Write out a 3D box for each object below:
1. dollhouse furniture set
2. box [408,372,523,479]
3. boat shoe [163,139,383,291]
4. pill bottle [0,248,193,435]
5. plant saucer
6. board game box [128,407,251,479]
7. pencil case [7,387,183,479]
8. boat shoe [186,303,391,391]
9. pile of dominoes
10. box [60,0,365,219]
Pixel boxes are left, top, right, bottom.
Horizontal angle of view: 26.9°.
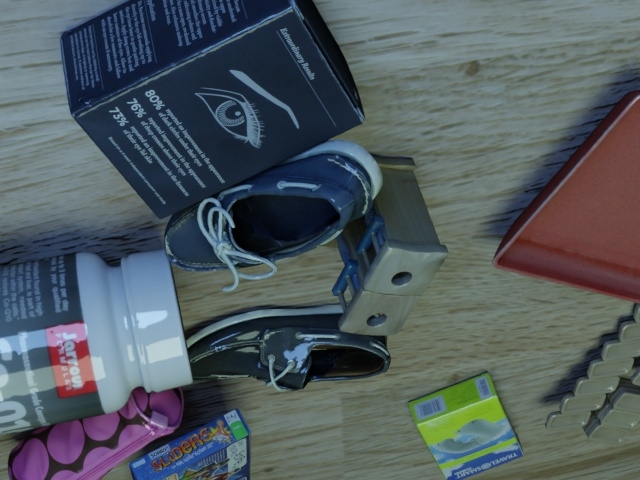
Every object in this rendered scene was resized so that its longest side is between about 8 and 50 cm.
[{"bbox_3d":[0.000,0.000,1.289,0.184,0.129,0.129,5,135,-24],"label":"dollhouse furniture set"},{"bbox_3d":[0.188,0.244,1.690,0.109,0.042,0.178,-22,138,7],"label":"box"},{"bbox_3d":[-0.057,-0.014,1.188,0.254,0.079,0.095,-14,117,38],"label":"boat shoe"},{"bbox_3d":[-0.274,0.100,1.287,0.283,0.161,0.161,-11,139,-6],"label":"pill bottle"},{"bbox_3d":[0.344,-0.046,1.412,0.258,0.047,0.259,13,130,-30],"label":"plant saucer"},{"bbox_3d":[-0.146,0.269,1.545,0.136,0.035,0.201,-25,158,-15],"label":"board game box"},{"bbox_3d":[-0.247,0.223,1.480,0.209,0.098,0.095,-38,117,20],"label":"pencil case"},{"bbox_3d":[-0.039,0.124,1.456,0.233,0.079,0.084,-6,140,-10],"label":"boat shoe"},{"bbox_3d":[0.411,0.156,1.686,0.196,0.040,0.251,13,123,-29],"label":"pile of dominoes"},{"bbox_3d":[-0.090,-0.136,1.125,0.207,0.108,0.153,-24,138,9],"label":"box"}]
